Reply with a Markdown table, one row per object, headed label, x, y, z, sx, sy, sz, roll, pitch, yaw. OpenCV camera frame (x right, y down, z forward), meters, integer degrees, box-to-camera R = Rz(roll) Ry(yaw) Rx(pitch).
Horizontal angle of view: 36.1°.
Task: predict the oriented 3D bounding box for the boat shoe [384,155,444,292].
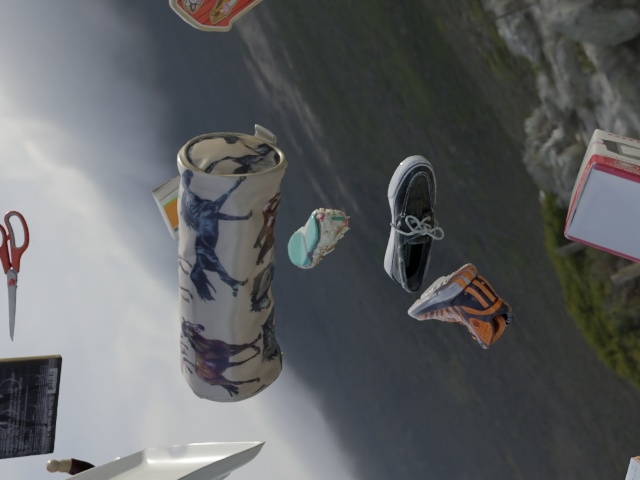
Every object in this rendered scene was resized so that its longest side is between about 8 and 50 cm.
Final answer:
| label | x | y | z | sx | sy | sz | roll | pitch | yaw |
| --- | --- | --- | --- | --- | --- | --- | --- | --- | --- |
| boat shoe | 0.204 | -0.029 | 2.132 | 0.105 | 0.113 | 0.306 | -129 | 43 | -53 |

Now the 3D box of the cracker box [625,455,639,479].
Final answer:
| label | x | y | z | sx | sy | sz | roll | pitch | yaw |
| --- | --- | --- | --- | --- | --- | --- | --- | --- | --- |
| cracker box | 0.804 | 0.622 | 2.263 | 0.232 | 0.067 | 0.156 | 37 | 126 | 52 |

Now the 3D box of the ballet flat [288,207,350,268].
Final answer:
| label | x | y | z | sx | sy | sz | roll | pitch | yaw |
| --- | --- | --- | --- | --- | --- | --- | --- | --- | --- |
| ballet flat | 0.000 | 0.000 | 1.914 | 0.241 | 0.077 | 0.091 | 138 | 121 | -69 |

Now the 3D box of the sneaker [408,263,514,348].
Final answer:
| label | x | y | z | sx | sy | sz | roll | pitch | yaw |
| --- | --- | --- | --- | --- | --- | --- | --- | --- | --- |
| sneaker | 0.321 | 0.172 | 2.236 | 0.180 | 0.124 | 0.321 | 45 | 162 | -2 |

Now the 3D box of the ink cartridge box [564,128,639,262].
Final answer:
| label | x | y | z | sx | sy | sz | roll | pitch | yaw |
| --- | --- | --- | --- | --- | --- | --- | --- | --- | --- |
| ink cartridge box | 0.513 | -0.063 | 1.536 | 0.306 | 0.226 | 0.131 | -48 | -26 | -66 |

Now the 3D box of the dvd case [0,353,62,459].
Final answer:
| label | x | y | z | sx | sy | sz | roll | pitch | yaw |
| --- | --- | --- | --- | --- | --- | --- | --- | --- | --- |
| dvd case | -0.496 | 0.250 | 1.436 | 0.018 | 0.221 | 0.165 | 36 | 121 | 54 |

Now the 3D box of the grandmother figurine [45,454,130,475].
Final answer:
| label | x | y | z | sx | sy | sz | roll | pitch | yaw |
| --- | --- | --- | --- | --- | --- | --- | --- | --- | --- |
| grandmother figurine | -0.500 | 0.543 | 2.021 | 0.104 | 0.342 | 0.208 | 4 | 108 | 41 |

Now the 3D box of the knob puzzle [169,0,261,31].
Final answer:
| label | x | y | z | sx | sy | sz | roll | pitch | yaw |
| --- | --- | --- | --- | --- | --- | --- | --- | --- | --- |
| knob puzzle | -0.161 | -0.414 | 1.548 | 0.030 | 0.213 | 0.213 | 24 | 151 | 33 |

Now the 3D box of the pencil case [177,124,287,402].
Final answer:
| label | x | y | z | sx | sy | sz | roll | pitch | yaw |
| --- | --- | --- | --- | --- | --- | --- | --- | --- | --- |
| pencil case | -0.134 | 0.036 | 1.520 | 0.183 | 0.160 | 0.410 | -35 | -46 | -54 |

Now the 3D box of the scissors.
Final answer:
| label | x | y | z | sx | sy | sz | roll | pitch | yaw |
| --- | --- | --- | --- | --- | --- | --- | --- | --- | --- |
| scissors | -0.700 | 0.076 | 2.252 | 0.021 | 0.109 | 0.297 | 82 | 169 | -76 |

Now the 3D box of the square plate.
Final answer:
| label | x | y | z | sx | sy | sz | roll | pitch | yaw |
| --- | --- | --- | --- | --- | --- | --- | --- | --- | --- |
| square plate | -0.324 | 0.429 | 1.726 | 0.347 | 0.344 | 0.049 | -14 | -89 | -51 |

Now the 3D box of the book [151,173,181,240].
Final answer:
| label | x | y | z | sx | sy | sz | roll | pitch | yaw |
| --- | --- | --- | --- | --- | --- | --- | --- | --- | --- |
| book | -0.274 | -0.071 | 1.975 | 0.035 | 0.096 | 0.144 | 46 | 162 | 32 |
